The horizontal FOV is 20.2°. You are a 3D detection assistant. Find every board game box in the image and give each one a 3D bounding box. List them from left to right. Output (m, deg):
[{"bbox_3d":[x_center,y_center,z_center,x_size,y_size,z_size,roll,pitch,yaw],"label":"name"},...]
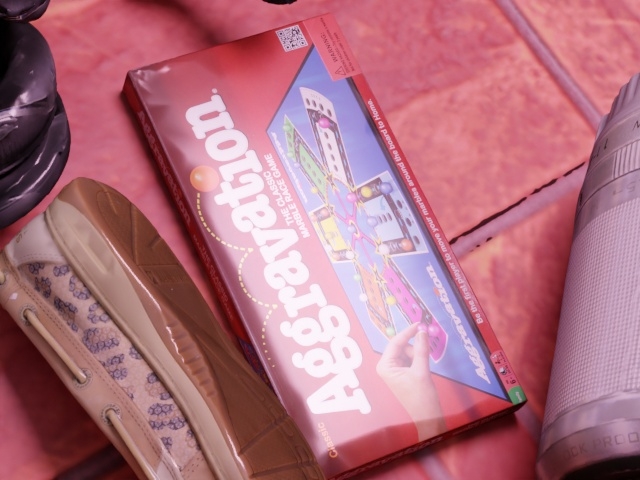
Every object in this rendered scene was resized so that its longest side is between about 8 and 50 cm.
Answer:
[{"bbox_3d":[0.000,0.000,1.089,0.145,0.027,0.281,-19,72,-21],"label":"board game box"}]

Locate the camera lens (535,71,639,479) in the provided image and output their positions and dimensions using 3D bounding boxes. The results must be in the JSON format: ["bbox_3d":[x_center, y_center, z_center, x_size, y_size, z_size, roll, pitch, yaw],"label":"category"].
[{"bbox_3d":[0.246,0.053,1.020,0.219,0.219,0.274,17,62,-7],"label":"camera lens"}]

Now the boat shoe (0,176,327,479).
[{"bbox_3d":[-0.082,0.100,0.991,0.089,0.104,0.285,-38,71,14],"label":"boat shoe"}]

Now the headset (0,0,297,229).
[{"bbox_3d":[-0.177,-0.113,0.978,0.185,0.243,0.394,23,34,23],"label":"headset"}]
